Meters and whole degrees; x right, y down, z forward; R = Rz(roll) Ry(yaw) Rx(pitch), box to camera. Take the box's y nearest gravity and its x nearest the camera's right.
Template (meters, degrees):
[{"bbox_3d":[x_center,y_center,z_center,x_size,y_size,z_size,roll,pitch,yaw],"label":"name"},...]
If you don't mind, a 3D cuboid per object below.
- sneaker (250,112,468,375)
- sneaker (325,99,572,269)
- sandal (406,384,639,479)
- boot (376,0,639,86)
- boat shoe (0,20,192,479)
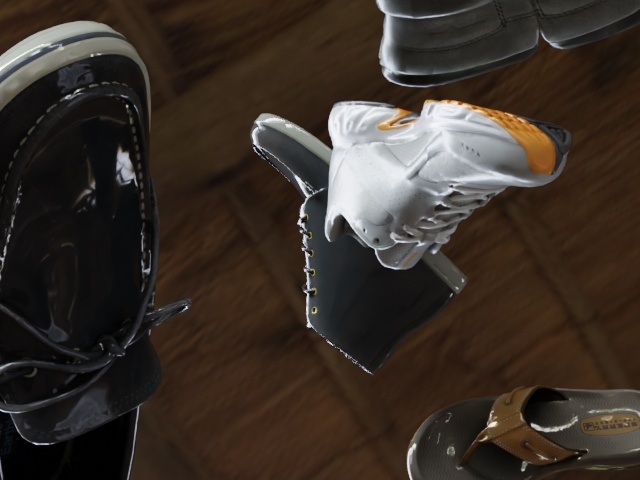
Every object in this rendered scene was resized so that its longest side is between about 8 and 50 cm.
[{"bbox_3d":[0.000,0.000,1.388,0.222,0.083,0.118,43,-91,16],"label":"sneaker"},{"bbox_3d":[0.087,-0.035,1.242,0.262,0.099,0.121,5,-95,63],"label":"sneaker"},{"bbox_3d":[0.174,0.152,1.350,0.219,0.090,0.060,-5,-33,-7],"label":"sandal"},{"bbox_3d":[0.020,-0.127,0.701,0.247,0.083,0.161,-10,-53,5],"label":"boot"},{"bbox_3d":[-0.193,0.065,1.279,0.156,0.187,0.500,41,-47,31],"label":"boat shoe"}]
